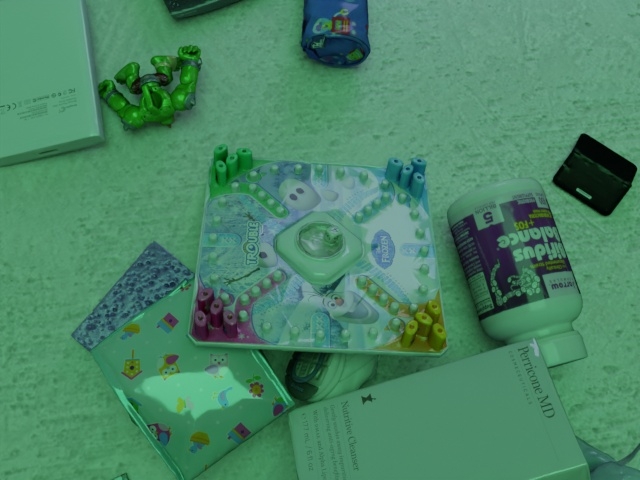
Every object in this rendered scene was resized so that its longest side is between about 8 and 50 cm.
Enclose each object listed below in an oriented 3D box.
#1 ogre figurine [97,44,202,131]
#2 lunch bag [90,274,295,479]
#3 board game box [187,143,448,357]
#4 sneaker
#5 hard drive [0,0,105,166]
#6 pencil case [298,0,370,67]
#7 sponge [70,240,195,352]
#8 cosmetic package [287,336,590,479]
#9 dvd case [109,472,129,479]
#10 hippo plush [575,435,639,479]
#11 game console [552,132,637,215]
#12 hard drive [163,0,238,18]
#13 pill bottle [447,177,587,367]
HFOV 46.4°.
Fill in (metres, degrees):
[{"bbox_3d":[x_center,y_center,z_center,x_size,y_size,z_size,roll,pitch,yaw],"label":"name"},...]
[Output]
[{"bbox_3d":[-0.299,-0.265,1.329,0.196,0.097,0.118,-12,69,-10],"label":"ogre figurine"},{"bbox_3d":[-0.201,0.210,1.167,0.223,0.160,0.262,-35,84,-11],"label":"lunch bag"},{"bbox_3d":[0.000,0.000,1.207,0.389,0.050,0.390,4,51,-5],"label":"board game box"},{"bbox_3d":[0.049,0.156,1.228,0.129,0.111,0.297,48,56,-30],"label":"sneaker"},{"bbox_3d":[-0.508,-0.300,1.343,0.202,0.040,0.308,-13,74,3],"label":"hard drive"},{"bbox_3d":[0.023,-0.472,1.394,0.133,0.119,0.306,-3,74,7],"label":"pencil case"},{"bbox_3d":[-0.304,0.116,1.253,0.117,0.031,0.210,37,75,7],"label":"sponge"},{"bbox_3d":[0.167,0.312,1.073,0.384,0.156,0.217,-21,45,7],"label":"cosmetic package"},{"bbox_3d":[-0.345,0.431,1.169,0.119,0.013,0.087,-23,76,-10],"label":"dvd case"},{"bbox_3d":[0.434,0.438,1.138,0.294,0.234,0.237,-32,109,4],"label":"hippo plush"},{"bbox_3d":[0.505,-0.122,1.373,0.122,0.071,0.107,34,105,8],"label":"game console"},{"bbox_3d":[-0.198,-0.528,1.431,0.254,0.054,0.172,-26,77,-10],"label":"hard drive"},{"bbox_3d":[0.329,0.063,1.229,0.169,0.169,0.302,-14,75,-7],"label":"pill bottle"}]
